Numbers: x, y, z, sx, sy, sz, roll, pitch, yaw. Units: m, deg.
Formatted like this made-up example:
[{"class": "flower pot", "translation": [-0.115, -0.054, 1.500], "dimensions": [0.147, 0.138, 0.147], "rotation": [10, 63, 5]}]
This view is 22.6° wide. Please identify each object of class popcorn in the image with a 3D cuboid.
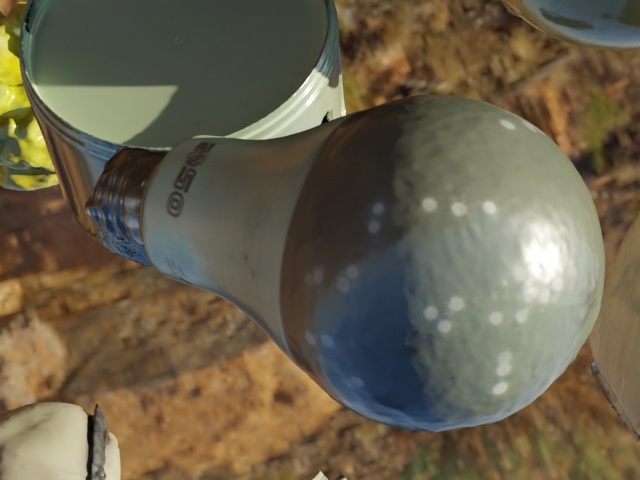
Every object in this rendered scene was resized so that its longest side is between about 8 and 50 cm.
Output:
[{"class": "popcorn", "translation": [-0.281, -0.146, 1.603], "dimensions": [0.197, 0.197, 0.155], "rotation": [-15, 156, -11]}]

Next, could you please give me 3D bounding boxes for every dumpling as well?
[{"class": "dumpling", "translation": [-0.291, 0.234, 1.540], "dimensions": [0.204, 0.293, 0.163], "rotation": [27, 115, -13]}]

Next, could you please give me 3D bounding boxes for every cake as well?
[{"class": "cake", "translation": [0.328, 0.038, 1.081], "dimensions": [0.262, 0.158, 0.159], "rotation": [-3, 114, -11]}]

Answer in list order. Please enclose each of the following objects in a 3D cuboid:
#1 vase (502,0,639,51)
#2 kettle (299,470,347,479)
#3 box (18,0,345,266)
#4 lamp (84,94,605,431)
[{"class": "vase", "translation": [0.225, -0.292, 1.009], "dimensions": [0.302, 0.329, 0.241], "rotation": [-14, -154, 42]}, {"class": "kettle", "translation": [-0.004, 0.376, 1.608], "dimensions": [0.210, 0.243, 0.160], "rotation": [-35, 177, -7]}, {"class": "box", "translation": [-0.096, -0.111, 1.166], "dimensions": [0.226, 0.226, 0.149], "rotation": [-17, 148, -6]}, {"class": "lamp", "translation": [-0.002, 0.011, 0.888], "dimensions": [0.314, 0.182, 0.182], "rotation": [0, 163, 19]}]
